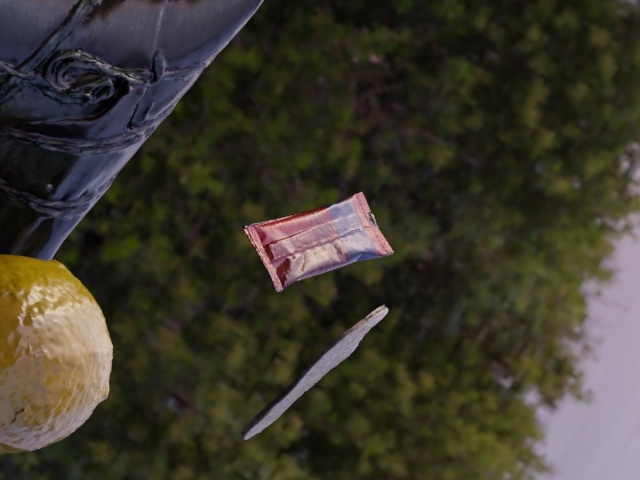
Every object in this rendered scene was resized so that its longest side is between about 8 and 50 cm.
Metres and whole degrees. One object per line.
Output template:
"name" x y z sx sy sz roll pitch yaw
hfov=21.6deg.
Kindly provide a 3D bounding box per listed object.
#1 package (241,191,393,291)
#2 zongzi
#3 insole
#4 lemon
"package" 0.000 0.000 1.897 0.200 0.083 0.022 -17 169 -44
"zongzi" -0.275 -0.203 1.702 0.319 0.362 0.383 4 140 -23
"insole" -0.006 0.113 1.401 0.081 0.011 0.248 -33 171 -33
"lemon" -0.297 0.108 1.602 0.192 0.192 0.231 -62 157 13
